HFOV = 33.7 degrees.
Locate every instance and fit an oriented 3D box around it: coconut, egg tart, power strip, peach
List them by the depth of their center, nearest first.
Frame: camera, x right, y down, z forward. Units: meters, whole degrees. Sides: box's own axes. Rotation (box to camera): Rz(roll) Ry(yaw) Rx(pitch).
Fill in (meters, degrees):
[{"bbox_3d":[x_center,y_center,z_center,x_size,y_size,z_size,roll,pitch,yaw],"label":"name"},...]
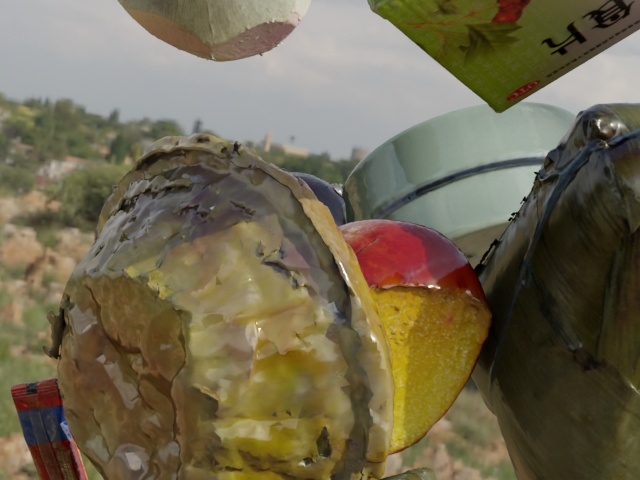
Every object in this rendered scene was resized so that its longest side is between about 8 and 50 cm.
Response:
[{"bbox_3d":[-0.098,0.096,0.798,0.352,0.351,0.150,15,24,42],"label":"egg tart"},{"bbox_3d":[0.038,0.079,0.835,0.190,0.190,0.192,8,-11,-36],"label":"peach"},{"bbox_3d":[-0.109,-0.299,1.120,0.227,0.227,0.230,11,8,-5],"label":"coconut"},{"bbox_3d":[0.214,-0.023,1.336,0.358,0.161,0.357,-11,-26,-5],"label":"power strip"}]

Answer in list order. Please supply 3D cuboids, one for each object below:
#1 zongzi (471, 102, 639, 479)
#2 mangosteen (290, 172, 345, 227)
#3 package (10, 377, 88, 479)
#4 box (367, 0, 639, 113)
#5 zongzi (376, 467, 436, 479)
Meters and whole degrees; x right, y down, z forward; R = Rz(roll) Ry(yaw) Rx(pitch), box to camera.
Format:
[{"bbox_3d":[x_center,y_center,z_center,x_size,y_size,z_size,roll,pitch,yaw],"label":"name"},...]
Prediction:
[{"bbox_3d":[0.230,0.110,0.773,0.160,0.360,0.323,-3,-34,-14],"label":"zongzi"},{"bbox_3d":[0.000,0.000,1.566,0.262,0.235,0.235,-23,-2,9],"label":"mangosteen"},{"bbox_3d":[-0.330,0.271,1.325,0.083,0.200,0.022,-12,6,28],"label":"package"},{"bbox_3d":[0.163,-0.183,0.575,0.261,0.062,0.175,-31,-27,22],"label":"box"},{"bbox_3d":[-0.048,0.187,0.568,0.290,0.154,0.317,17,16,-9],"label":"zongzi"}]
